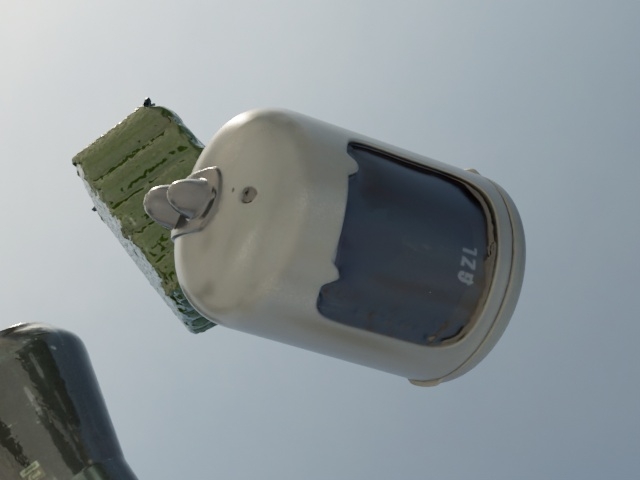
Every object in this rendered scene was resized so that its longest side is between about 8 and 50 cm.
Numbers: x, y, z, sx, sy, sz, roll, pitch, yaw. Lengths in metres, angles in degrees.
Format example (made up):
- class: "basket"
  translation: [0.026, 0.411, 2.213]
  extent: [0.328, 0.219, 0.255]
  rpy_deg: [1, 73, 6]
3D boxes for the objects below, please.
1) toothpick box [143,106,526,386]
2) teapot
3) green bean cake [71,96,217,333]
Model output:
- class: "toothpick box"
  translation: [0.000, 0.000, 1.030]
  extent: [0.229, 0.317, 0.229]
  rpy_deg: [-39, -137, 47]
- class: "teapot"
  translation: [-0.398, 0.323, 1.593]
  extent: [0.300, 0.253, 0.344]
  rpy_deg: [-43, -110, 13]
- class: "green bean cake"
  translation: [-0.182, -0.024, 1.442]
  extent: [0.156, 0.250, 0.247]
  rpy_deg: [-37, -107, -10]
